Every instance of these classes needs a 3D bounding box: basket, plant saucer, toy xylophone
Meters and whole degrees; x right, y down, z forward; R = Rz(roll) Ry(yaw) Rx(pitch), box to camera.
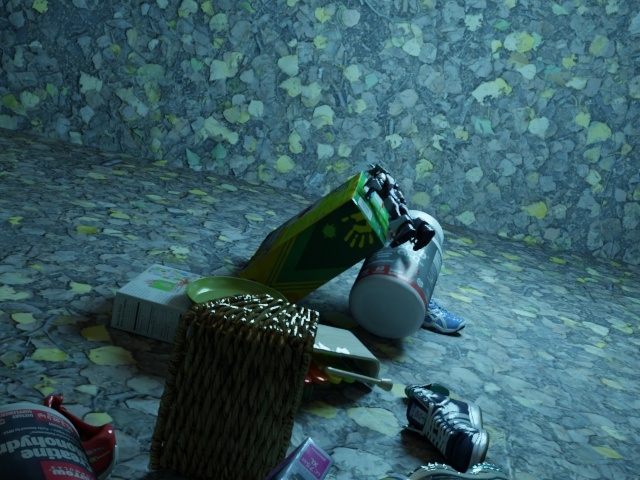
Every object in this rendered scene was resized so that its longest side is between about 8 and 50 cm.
[{"bbox_3d":[-0.141,0.240,1.253,0.222,0.299,0.213,13,15,0],"label":"basket"},{"bbox_3d":[-0.192,0.144,1.690,0.240,0.037,0.241,13,17,-4],"label":"plant saucer"},{"bbox_3d":[0.012,0.258,1.588,0.322,0.081,0.236,20,15,-32],"label":"toy xylophone"}]

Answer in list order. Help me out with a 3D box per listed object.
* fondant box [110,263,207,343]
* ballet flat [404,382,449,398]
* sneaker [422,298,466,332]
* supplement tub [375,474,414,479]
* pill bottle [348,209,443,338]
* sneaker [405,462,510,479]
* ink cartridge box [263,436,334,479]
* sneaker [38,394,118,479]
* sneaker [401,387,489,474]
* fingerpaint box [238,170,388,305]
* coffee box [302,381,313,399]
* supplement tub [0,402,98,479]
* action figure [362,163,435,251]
[{"bbox_3d":[-0.297,0.168,1.767,0.330,0.096,0.238,15,16,5],"label":"fondant box"},{"bbox_3d":[0.241,0.345,1.687,0.114,0.041,0.041,7,17,-25],"label":"ballet flat"},{"bbox_3d":[0.322,0.210,2.137,0.211,0.081,0.080,14,15,6],"label":"sneaker"},{"bbox_3d":[0.062,0.427,1.051,0.199,0.144,0.144,-1,20,-41],"label":"supplement tub"},{"bbox_3d":[0.224,0.083,2.055,0.210,0.210,0.363,16,39,11],"label":"pill bottle"},{"bbox_3d":[0.235,0.442,1.215,0.282,0.110,0.122,2,23,-33],"label":"sneaker"},{"bbox_3d":[-0.099,0.396,0.957,0.065,0.186,0.311,42,21,3],"label":"ink cartridge box"},{"bbox_3d":[-0.447,0.294,1.160,0.278,0.118,0.107,14,15,5],"label":"sneaker"},{"bbox_3d":[0.242,0.377,1.451,0.153,0.099,0.282,19,9,5],"label":"sneaker"},{"bbox_3d":[0.000,0.000,2.092,0.163,0.371,0.445,55,13,-8],"label":"fingerpaint box"},{"bbox_3d":[-0.110,0.288,1.596,0.184,0.041,0.113,11,15,-7],"label":"coffee box"},{"bbox_3d":[-0.364,0.345,0.910,0.191,0.191,0.272,2,19,-34],"label":"supplement tub"},{"bbox_3d":[0.195,-0.097,1.993,0.185,0.099,0.285,25,29,-41],"label":"action figure"}]
